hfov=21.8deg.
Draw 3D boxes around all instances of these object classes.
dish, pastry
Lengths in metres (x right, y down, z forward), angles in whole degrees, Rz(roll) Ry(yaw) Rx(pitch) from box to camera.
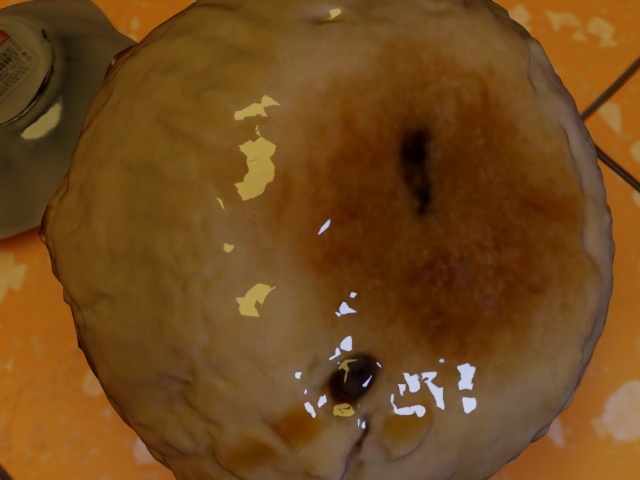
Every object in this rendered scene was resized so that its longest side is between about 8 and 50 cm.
[{"bbox_3d":[-0.248,-0.116,1.311,0.229,0.081,0.229,-7,64,14],"label":"dish"},{"bbox_3d":[0.000,0.000,1.127,0.389,0.313,0.388,-1,91,-25],"label":"pastry"}]
